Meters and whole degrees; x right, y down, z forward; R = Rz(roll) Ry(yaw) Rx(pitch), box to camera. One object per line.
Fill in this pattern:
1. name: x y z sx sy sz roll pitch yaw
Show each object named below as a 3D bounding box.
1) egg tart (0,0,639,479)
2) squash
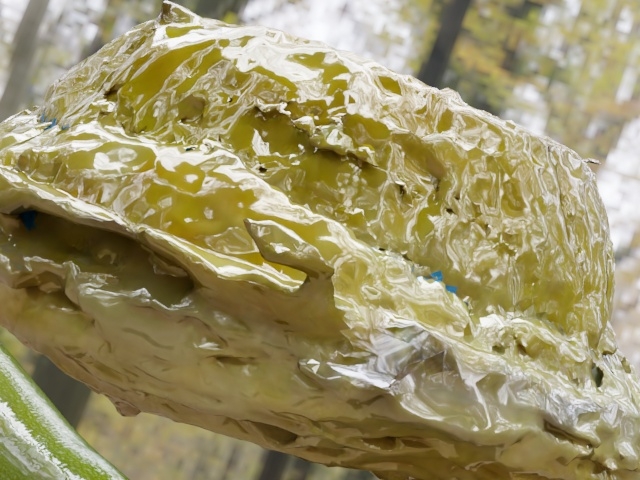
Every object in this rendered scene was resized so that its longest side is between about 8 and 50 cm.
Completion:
1. egg tart: 0.000 0.000 0.876 0.388 0.169 0.388 19 3 -1
2. squash: -0.058 0.046 0.375 0.027 0.027 0.083 31 3 -38
